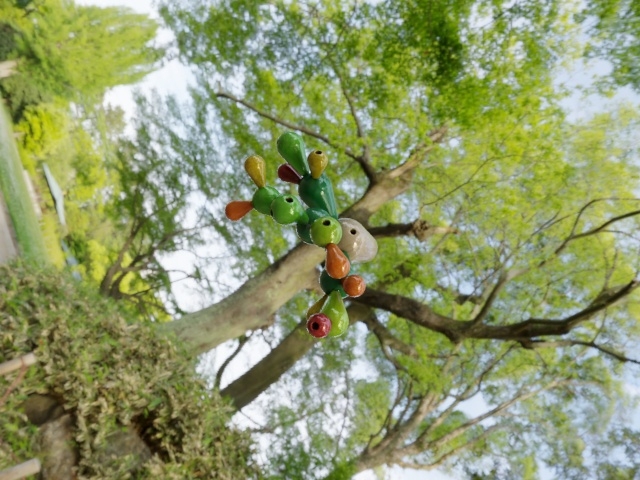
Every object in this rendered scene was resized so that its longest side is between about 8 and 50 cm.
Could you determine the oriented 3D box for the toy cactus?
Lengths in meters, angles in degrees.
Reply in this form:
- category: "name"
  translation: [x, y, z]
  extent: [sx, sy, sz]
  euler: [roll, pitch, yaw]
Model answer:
- category: "toy cactus"
  translation: [0.000, 0.000, 0.528]
  extent: [0.112, 0.180, 0.219]
  euler: [-34, -117, 20]
